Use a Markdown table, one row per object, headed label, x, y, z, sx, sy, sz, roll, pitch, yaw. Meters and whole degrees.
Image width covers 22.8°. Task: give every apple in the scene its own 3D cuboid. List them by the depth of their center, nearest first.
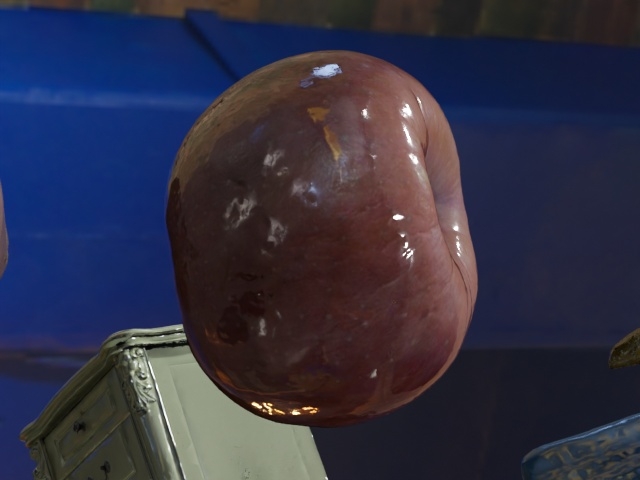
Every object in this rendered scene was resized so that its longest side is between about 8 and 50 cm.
| label | x | y | z | sx | sy | sz | roll | pitch | yaw |
| --- | --- | --- | --- | --- | --- | --- | --- | --- | --- |
| apple | 0.000 | 0.000 | 1.308 | 0.305 | 0.235 | 0.306 | -11 | 90 | -74 |

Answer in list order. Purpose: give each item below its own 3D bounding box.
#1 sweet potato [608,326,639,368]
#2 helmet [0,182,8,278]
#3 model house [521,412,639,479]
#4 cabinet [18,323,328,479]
| label | x | y | z | sx | sy | sz | roll | pitch | yaw |
| --- | --- | --- | --- | --- | --- | --- | --- | --- | --- |
| sweet potato | 0.378 | 0.091 | 1.321 | 0.067 | 0.273 | 0.067 | 0 | 90 | -84 |
| helmet | -0.444 | -0.011 | 1.500 | 0.271 | 0.338 | 0.197 | 34 | -35 | 13 |
| model house | 0.346 | 0.296 | 1.366 | 0.382 | 0.334 | 0.343 | 146 | -74 | -85 |
| cabinet | -0.158 | 0.296 | 1.819 | 0.290 | 0.227 | 0.318 | -43 | -120 | 45 |
